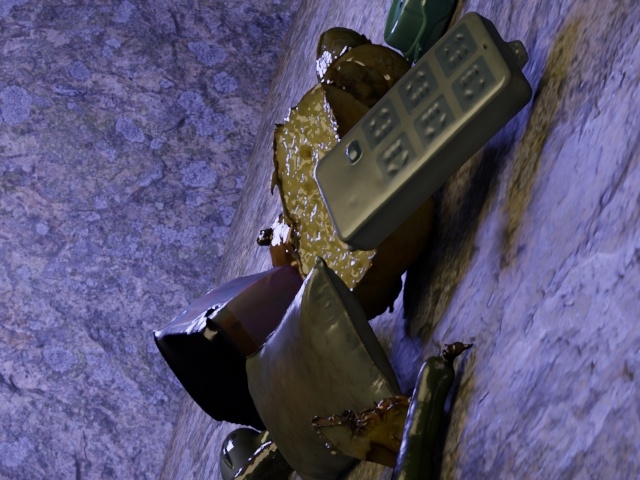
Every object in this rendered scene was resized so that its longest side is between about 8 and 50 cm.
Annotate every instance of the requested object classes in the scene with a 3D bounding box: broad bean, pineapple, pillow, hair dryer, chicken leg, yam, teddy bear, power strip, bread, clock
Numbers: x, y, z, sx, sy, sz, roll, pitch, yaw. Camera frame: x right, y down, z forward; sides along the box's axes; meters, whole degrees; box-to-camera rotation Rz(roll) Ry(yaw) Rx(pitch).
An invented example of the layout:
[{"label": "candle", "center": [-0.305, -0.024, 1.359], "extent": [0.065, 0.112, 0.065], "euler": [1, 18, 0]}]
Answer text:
[{"label": "broad bean", "center": [0.086, 0.191, 1.238], "extent": [0.069, 0.039, 0.226], "euler": [138, 151, -62]}, {"label": "pineapple", "center": [0.046, 0.183, 1.334], "extent": [0.114, 0.114, 0.077], "euler": [122, 146, -72]}, {"label": "pillow", "center": [-0.003, 0.156, 1.541], "extent": [0.185, 0.075, 0.302], "euler": [59, 152, 15]}, {"label": "hair dryer", "center": [-0.058, 0.287, 1.901], "extent": [0.225, 0.088, 0.219], "euler": [-49, 26, 29]}, {"label": "chicken leg", "center": [0.042, -0.185, 1.879], "extent": [0.429, 0.153, 0.201], "euler": [-100, 24, -64]}, {"label": "yam", "center": [-0.097, 0.324, 1.802], "extent": [0.274, 0.061, 0.061], "euler": [-49, 16, 19]}, {"label": "teddy bear", "center": [0.000, 0.000, 1.906], "extent": [0.190, 0.140, 0.177], "euler": [-32, 36, 64]}, {"label": "power strip", "center": [0.095, -0.104, 1.410], "extent": [0.270, 0.046, 0.118], "euler": [-45, 45, 24]}, {"label": "bread", "center": [0.046, -0.039, 1.599], "extent": [0.160, 0.147, 0.260], "euler": [-55, 42, 38]}, {"label": "clock", "center": [0.136, -0.316, 1.925], "extent": [0.159, 0.066, 0.210], "euler": [128, 159, -68]}]

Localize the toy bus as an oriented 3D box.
[{"label": "toy bus", "center": [-0.090, 0.137, 1.885], "extent": [0.162, 0.171, 0.386], "euler": [-37, 6, -17]}]
